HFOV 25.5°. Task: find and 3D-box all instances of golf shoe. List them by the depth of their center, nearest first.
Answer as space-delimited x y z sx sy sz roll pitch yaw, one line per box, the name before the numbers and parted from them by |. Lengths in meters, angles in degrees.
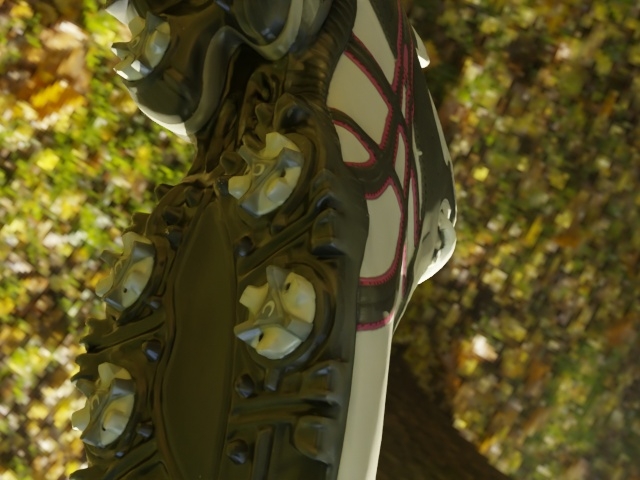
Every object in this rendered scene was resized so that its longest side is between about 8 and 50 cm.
golf shoe | 0.000 0.000 0.428 0.120 0.105 0.273 30 47 -37
